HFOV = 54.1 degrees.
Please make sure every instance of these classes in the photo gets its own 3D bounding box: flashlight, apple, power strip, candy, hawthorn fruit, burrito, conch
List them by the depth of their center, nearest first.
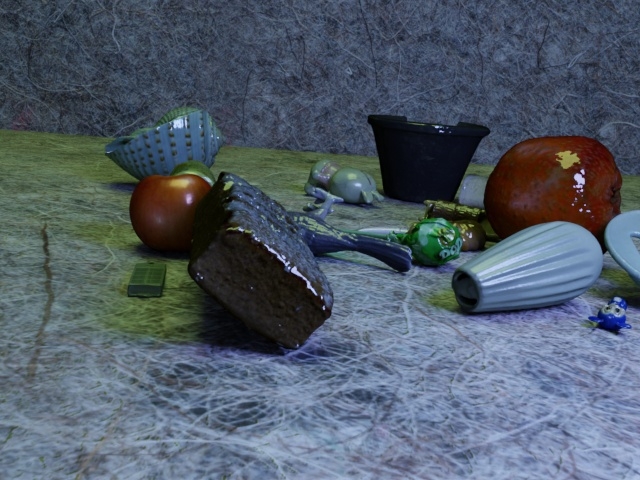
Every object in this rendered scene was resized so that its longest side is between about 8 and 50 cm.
[{"bbox_3d":[0.433,0.104,0.923,0.057,0.035,0.121,11,15,30],"label":"flashlight"},{"bbox_3d":[-0.256,0.055,0.933,0.051,0.019,0.136,0,14,-10],"label":"power strip"},{"bbox_3d":[-0.260,-0.054,1.121,0.164,0.139,0.163,-5,15,1],"label":"apple"},{"bbox_3d":[0.140,-0.005,1.249,0.097,0.097,0.324,-6,8,-39],"label":"candy"},{"bbox_3d":[0.465,-0.088,1.273,0.275,0.275,0.300,-6,25,-39],"label":"hawthorn fruit"},{"bbox_3d":[-0.427,-0.249,1.788,0.319,0.215,0.303,-29,12,-5],"label":"conch"},{"bbox_3d":[0.565,-0.126,1.824,0.299,0.105,0.143,10,10,31],"label":"burrito"}]

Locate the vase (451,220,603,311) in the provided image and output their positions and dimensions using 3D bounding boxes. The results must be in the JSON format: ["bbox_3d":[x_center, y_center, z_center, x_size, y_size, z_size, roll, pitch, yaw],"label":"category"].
[{"bbox_3d":[0.309,0.047,0.953,0.248,0.128,0.128,-13,20,-28],"label":"vase"}]

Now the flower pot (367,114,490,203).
[{"bbox_3d":[0.316,-0.252,1.947,0.380,0.251,0.379,7,14,-2],"label":"flower pot"}]

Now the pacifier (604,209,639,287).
[{"bbox_3d":[0.647,-0.003,0.992,0.344,0.269,0.288,1,38,0],"label":"pacifier"}]

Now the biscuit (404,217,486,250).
[{"bbox_3d":[0.281,-0.016,1.340,0.183,0.061,0.118,1,15,-18],"label":"biscuit"}]

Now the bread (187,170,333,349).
[{"bbox_3d":[-0.094,0.007,0.881,0.165,0.113,0.416,38,5,-17],"label":"bread"}]

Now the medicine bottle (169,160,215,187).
[{"bbox_3d":[-0.299,-0.118,1.457,0.124,0.124,0.239,2,12,-12],"label":"medicine bottle"}]

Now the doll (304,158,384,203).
[{"bbox_3d":[0.064,-0.171,1.812,0.155,0.113,0.275,-4,14,-43],"label":"doll"}]

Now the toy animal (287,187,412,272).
[{"bbox_3d":[-0.012,-0.021,1.183,0.367,0.081,0.205,4,35,6],"label":"toy animal"}]

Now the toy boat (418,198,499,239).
[{"bbox_3d":[0.337,-0.047,1.445,0.226,0.068,0.088,14,-12,24],"label":"toy boat"}]

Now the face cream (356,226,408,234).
[{"bbox_3d":[0.137,-0.020,1.394,0.115,0.020,0.038,2,11,8],"label":"face cream"}]
